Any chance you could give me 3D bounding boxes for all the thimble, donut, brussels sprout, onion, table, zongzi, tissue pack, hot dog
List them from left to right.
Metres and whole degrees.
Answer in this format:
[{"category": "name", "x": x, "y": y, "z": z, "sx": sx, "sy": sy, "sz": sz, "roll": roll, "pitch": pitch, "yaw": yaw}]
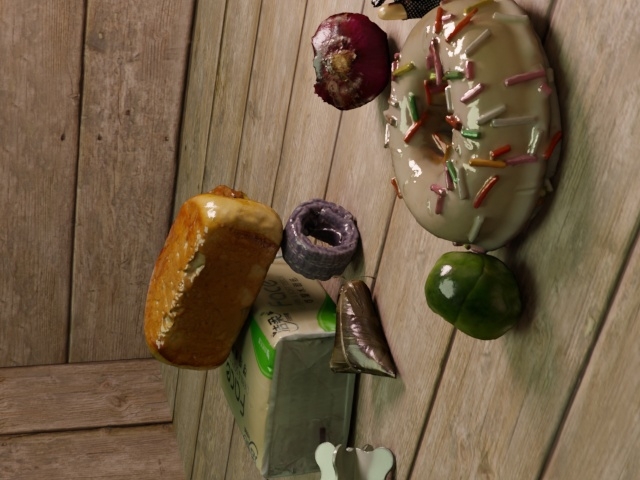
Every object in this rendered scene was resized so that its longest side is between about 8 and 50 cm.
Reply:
[{"category": "hot dog", "x": -0.227, "y": 0.057, "z": 2.488, "sx": 0.405, "sy": 0.185, "sz": 0.223, "roll": -64, "pitch": 28, "yaw": 26}, {"category": "tissue pack", "x": -0.079, "y": 0.255, "z": 2.584, "sx": 0.405, "sy": 0.205, "sz": 0.332, "roll": -128, "pitch": 39, "yaw": -63}, {"category": "thimble", "x": -0.003, "y": 0.000, "z": 2.415, "sx": 0.098, "sy": 0.150, "sz": 0.150, "roll": 111, "pitch": 151, "yaw": -50}, {"category": "table", "x": 0.059, "y": 0.479, "z": 2.282, "sx": 0.166, "sy": 0.166, "sz": 0.198, "roll": 161, "pitch": 114, "yaw": -71}, {"category": "onion", "x": 0.072, "y": -0.331, "z": 2.215, "sx": 0.198, "sy": 0.135, "sz": 0.173, "roll": -44, "pitch": -52, "yaw": -60}, {"category": "zongzi", "x": 0.091, "y": 0.159, "z": 2.271, "sx": 0.184, "sy": 0.084, "sz": 0.187, "roll": -1, "pitch": 87, "yaw": 58}, {"category": "donut", "x": 0.205, "y": -0.166, "z": 1.758, "sx": 0.382, "sy": 0.142, "sz": 0.383, "roll": 177, "pitch": 90, "yaw": -72}, {"category": "brussels sprout", "x": 0.223, "y": 0.076, "z": 1.752, "sx": 0.118, "sy": 0.155, "sz": 0.155, "roll": -60, "pitch": 23, "yaw": 5}]

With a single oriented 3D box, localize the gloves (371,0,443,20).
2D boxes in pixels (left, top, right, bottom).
[{"category": "gloves", "x": 0.139, "y": -0.400, "z": 1.870, "sx": 0.129, "sy": 0.180, "sz": 0.106, "roll": 161, "pitch": 107, "yaw": -71}]
